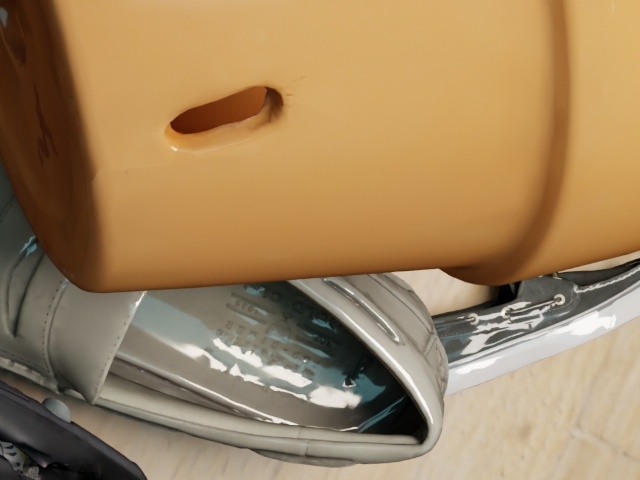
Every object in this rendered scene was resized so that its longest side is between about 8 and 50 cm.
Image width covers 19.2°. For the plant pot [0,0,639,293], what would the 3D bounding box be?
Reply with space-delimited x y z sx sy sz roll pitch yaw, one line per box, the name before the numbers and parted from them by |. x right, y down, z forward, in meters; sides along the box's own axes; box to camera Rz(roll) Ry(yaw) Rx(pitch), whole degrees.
plant pot | -0.018 -0.106 0.665 0.203 0.291 0.291 -17 94 -18

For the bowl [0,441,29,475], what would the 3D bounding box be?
bowl | -0.190 0.136 0.758 0.080 0.170 0.170 -10 93 28

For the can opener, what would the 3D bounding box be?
can opener | -0.129 0.079 0.747 0.186 0.073 0.059 40 55 -38

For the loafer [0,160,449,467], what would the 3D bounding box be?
loafer | -0.091 0.009 0.766 0.319 0.111 0.112 19 102 -15

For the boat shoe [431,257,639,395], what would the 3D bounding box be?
boat shoe | 0.095 0.033 0.873 0.142 0.049 0.040 -22 95 -13
